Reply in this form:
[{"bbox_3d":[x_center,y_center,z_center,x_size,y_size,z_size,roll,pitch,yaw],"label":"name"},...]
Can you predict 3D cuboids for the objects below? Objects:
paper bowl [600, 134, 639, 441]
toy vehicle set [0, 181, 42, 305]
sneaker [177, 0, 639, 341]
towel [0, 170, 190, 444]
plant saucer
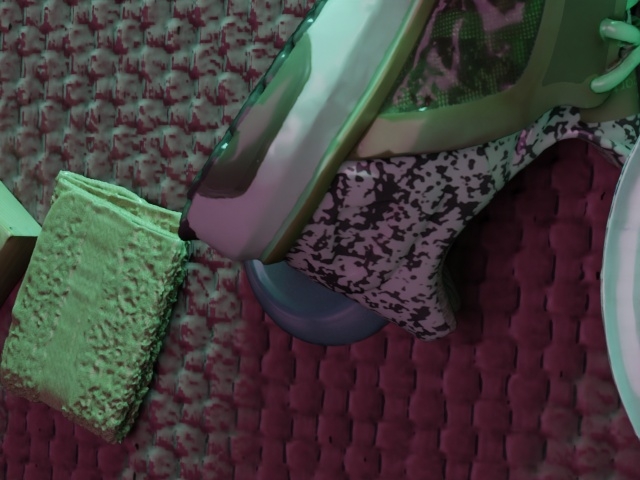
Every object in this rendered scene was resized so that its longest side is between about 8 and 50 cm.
[{"bbox_3d":[0.256,0.022,0.708,0.284,0.148,0.284,-1,89,30],"label":"paper bowl"},{"bbox_3d":[-0.307,0.043,1.118,0.166,0.035,0.267,47,112,24],"label":"toy vehicle set"},{"bbox_3d":[0.110,-0.118,0.836,0.182,0.158,0.410,36,108,-6],"label":"sneaker"},{"bbox_3d":[-0.137,0.040,1.018,0.110,0.027,0.148,23,100,29],"label":"towel"},{"bbox_3d":[0.000,0.000,0.938,0.119,0.021,0.119,-1,89,32],"label":"plant saucer"}]
